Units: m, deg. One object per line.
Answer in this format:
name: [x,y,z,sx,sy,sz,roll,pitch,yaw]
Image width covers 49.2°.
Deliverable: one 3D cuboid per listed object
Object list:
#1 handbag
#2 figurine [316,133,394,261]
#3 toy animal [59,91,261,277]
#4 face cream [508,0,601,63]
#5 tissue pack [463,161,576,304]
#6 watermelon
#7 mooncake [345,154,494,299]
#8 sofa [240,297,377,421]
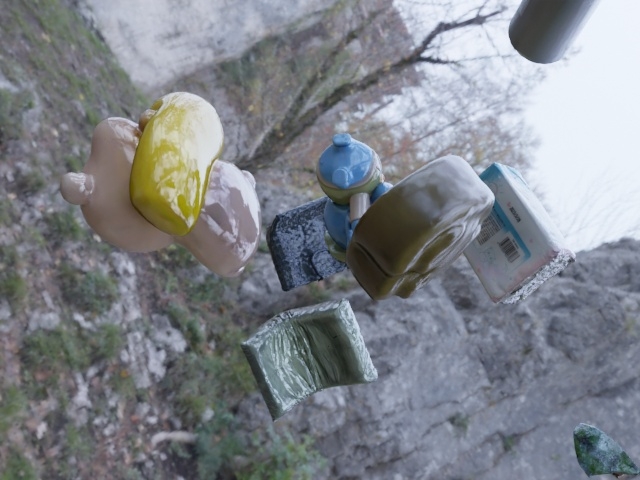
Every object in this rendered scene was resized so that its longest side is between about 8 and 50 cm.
handbag: [0.000,0.000,1.539,0.175,0.270,0.089,64,-28,9]
figurine: [0.065,-0.059,1.264,0.262,0.154,0.180,67,-2,-54]
toy animal: [-0.261,-0.088,1.158,0.345,0.247,0.277,40,38,-60]
face cream: [0.268,-0.293,0.669,0.073,0.107,0.269,22,-33,1]
tissue pack: [0.418,-0.016,1.578,0.201,0.124,0.271,-48,-125,36]
watermelon: [0.604,0.467,1.530,0.080,0.101,0.155,76,-9,-56]
mooncake: [0.149,-0.017,0.993,0.117,0.235,0.235,51,-17,17]
sofa: [-0.021,0.253,1.522,0.176,0.226,0.210,-38,111,-58]
